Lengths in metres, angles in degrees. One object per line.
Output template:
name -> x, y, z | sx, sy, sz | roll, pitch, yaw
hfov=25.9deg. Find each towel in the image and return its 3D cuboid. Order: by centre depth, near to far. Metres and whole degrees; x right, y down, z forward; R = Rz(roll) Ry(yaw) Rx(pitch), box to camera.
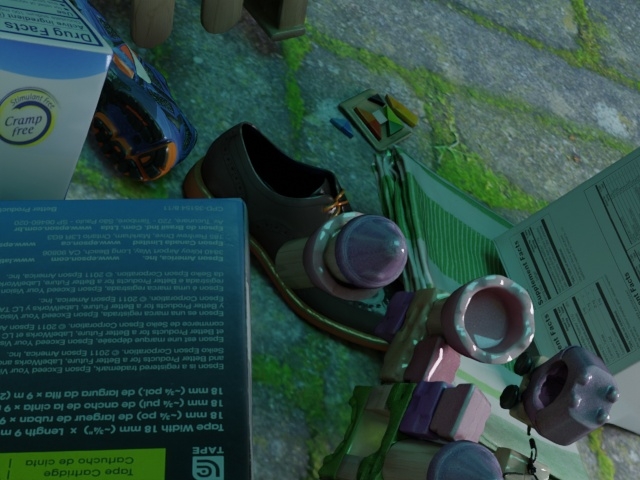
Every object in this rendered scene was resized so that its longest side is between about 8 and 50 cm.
towel -> 0.160, 0.079, 1.347 | 0.248, 0.038, 0.325 | 30, 38, -43

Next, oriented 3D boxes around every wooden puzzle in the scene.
wooden puzzle -> 0.062, -0.135, 1.530 | 0.078, 0.014, 0.116 | 44, 40, 3

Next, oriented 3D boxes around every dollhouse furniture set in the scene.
dollhouse furniture set -> -0.133, -0.282, 1.418 | 0.242, 0.161, 0.212 | -16, 50, -26

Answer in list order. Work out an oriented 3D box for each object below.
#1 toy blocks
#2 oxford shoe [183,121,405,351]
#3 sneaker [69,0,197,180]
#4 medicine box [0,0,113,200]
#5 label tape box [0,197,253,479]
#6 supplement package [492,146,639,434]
toy blocks -> 0.088, 0.157, 1.019 | 0.309, 0.260, 0.288 | 29, 76, -18
oxford shoe -> 0.000, 0.000, 1.291 | 0.271, 0.098, 0.097 | 38, 39, -5
sneaker -> -0.195, -0.149, 1.299 | 0.221, 0.083, 0.087 | 56, 28, 9
medicine box -> -0.342, -0.154, 1.041 | 0.263, 0.149, 0.289 | 4, 30, -37
label tape box -> -0.163, 0.116, 0.881 | 0.241, 0.106, 0.333 | -1, 42, -3
supplement package -> 0.354, 0.036, 1.380 | 0.199, 0.263, 0.198 | 24, 39, -49
